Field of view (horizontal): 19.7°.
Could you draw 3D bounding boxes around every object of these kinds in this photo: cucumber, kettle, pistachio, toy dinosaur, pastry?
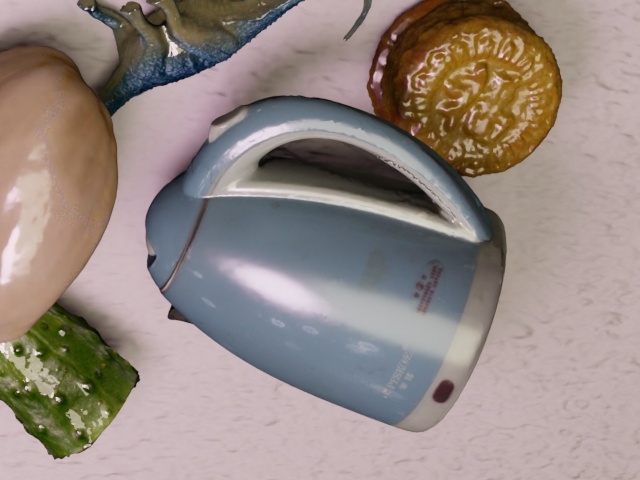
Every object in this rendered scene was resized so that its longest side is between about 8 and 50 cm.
[{"bbox_3d":[-0.310,0.108,1.904,0.134,0.134,0.244,-37,117,6],"label":"cucumber"},{"bbox_3d":[0.000,0.000,1.858,0.342,0.247,0.319,21,122,-12],"label":"kettle"},{"bbox_3d":[-0.297,-0.046,1.762,0.197,0.166,0.288,20,93,-7],"label":"pistachio"},{"bbox_3d":[-0.134,-0.204,1.810,0.363,0.076,0.147,-27,130,7],"label":"toy dinosaur"},{"bbox_3d":[0.147,-0.158,1.890,0.189,0.103,0.188,-6,118,-11],"label":"pastry"}]
